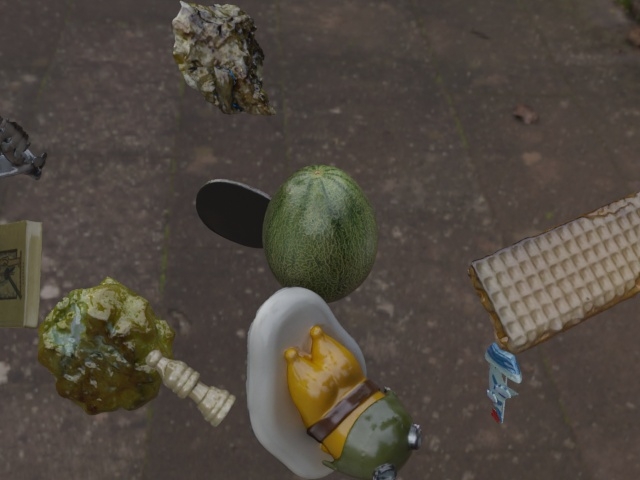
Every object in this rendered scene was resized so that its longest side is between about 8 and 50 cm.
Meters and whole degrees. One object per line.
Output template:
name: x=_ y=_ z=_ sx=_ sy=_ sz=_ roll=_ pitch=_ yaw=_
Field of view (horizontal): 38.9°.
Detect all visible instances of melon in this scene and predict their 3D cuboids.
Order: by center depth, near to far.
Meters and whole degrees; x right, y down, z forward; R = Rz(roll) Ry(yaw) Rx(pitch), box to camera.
melon: x=0.000 y=0.000 z=1.081 sx=0.139 sy=0.192 sz=0.139 roll=-2 pitch=39 yaw=2

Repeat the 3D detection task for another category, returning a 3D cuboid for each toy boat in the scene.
toy boat: x=0.315 y=0.242 z=1.591 sx=0.034 sy=0.149 sz=0.105 roll=-11 pitch=46 yaw=-15

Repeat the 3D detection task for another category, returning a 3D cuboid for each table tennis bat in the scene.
table tennis bat: x=-0.100 y=-0.030 z=1.565 sx=0.246 sy=0.138 sz=0.022 roll=21 pitch=46 yaw=1

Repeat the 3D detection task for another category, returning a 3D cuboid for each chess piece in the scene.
chess piece: x=-0.126 y=0.136 z=0.856 sx=0.092 sy=0.035 sz=0.035 roll=38 pitch=40 yaw=-6

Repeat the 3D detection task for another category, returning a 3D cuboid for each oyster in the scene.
oyster: x=-0.175 y=-0.341 z=1.676 sx=0.222 sy=0.214 sz=0.083 roll=4 pitch=-12 yaw=-42

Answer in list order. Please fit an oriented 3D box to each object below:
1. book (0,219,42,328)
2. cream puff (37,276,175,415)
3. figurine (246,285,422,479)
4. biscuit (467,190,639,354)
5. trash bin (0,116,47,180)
book: x=-0.492 y=0.054 z=1.392 sx=0.026 sy=0.161 sz=0.231 roll=5 pitch=-7 yaw=-42
cream puff: x=-0.404 y=0.196 z=1.748 sx=0.281 sy=0.282 sz=0.185 roll=14 pitch=31 yaw=10
figurine: x=0.022 y=0.179 z=0.996 sx=0.166 sy=0.250 sz=0.141 roll=-40 pitch=35 yaw=-26
biscuit: x=0.293 y=0.007 z=0.864 sx=0.378 sy=0.054 sz=0.094 roll=-21 pitch=79 yaw=-28
trash bin: x=-0.418 y=0.007 z=0.673 sx=0.296 sy=0.256 sz=0.368 roll=21 pitch=79 yaw=-3
